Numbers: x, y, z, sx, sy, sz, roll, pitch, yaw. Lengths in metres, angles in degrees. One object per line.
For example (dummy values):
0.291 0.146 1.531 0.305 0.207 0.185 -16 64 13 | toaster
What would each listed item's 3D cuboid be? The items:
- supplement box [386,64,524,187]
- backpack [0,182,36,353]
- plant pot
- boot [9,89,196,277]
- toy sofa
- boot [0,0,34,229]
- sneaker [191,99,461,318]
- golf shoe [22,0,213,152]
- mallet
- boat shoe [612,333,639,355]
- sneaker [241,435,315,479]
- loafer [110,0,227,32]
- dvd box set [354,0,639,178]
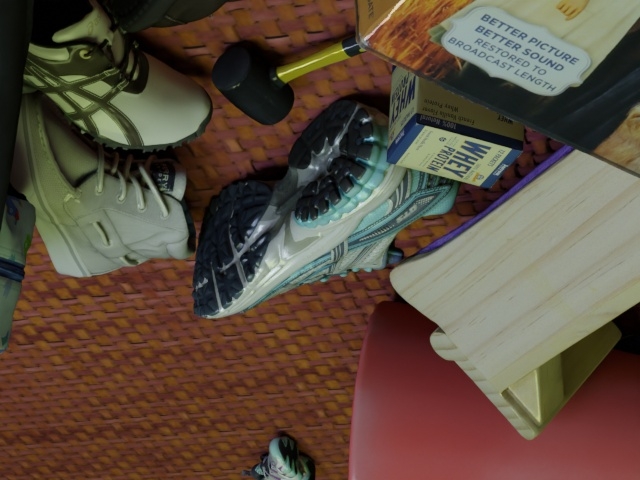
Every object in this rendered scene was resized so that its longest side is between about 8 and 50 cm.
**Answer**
0.096 -0.093 1.365 0.083 0.083 0.056 13 149 -15 | supplement box
-0.372 0.000 1.363 0.355 0.273 0.290 -3 163 18 | backpack
0.163 0.193 1.648 0.243 0.275 0.275 2 150 10 | plant pot
-0.165 -0.054 1.484 0.123 0.095 0.258 -7 156 4 | boot
0.224 -0.013 1.421 0.177 0.150 0.362 47 142 0 | toy sofa
-0.344 -0.113 1.090 0.367 0.146 0.445 12 112 -12 | boot
0.000 0.000 1.520 0.122 0.110 0.283 19 148 -30 | sneaker
-0.156 -0.124 1.356 0.198 0.077 0.094 17 148 -23 | golf shoe
0.007 -0.136 1.357 0.190 0.039 0.062 -24 143 34 | mallet
0.256 0.147 1.778 0.066 0.066 0.183 23 146 -31 | boat shoe
-0.052 0.233 1.999 0.069 0.038 0.098 -8 147 19 | sneaker
-0.058 -0.197 1.230 0.078 0.080 0.220 -4 169 -34 | loafer
0.260 -0.181 1.017 0.307 0.062 0.420 23 138 -27 | dvd box set
